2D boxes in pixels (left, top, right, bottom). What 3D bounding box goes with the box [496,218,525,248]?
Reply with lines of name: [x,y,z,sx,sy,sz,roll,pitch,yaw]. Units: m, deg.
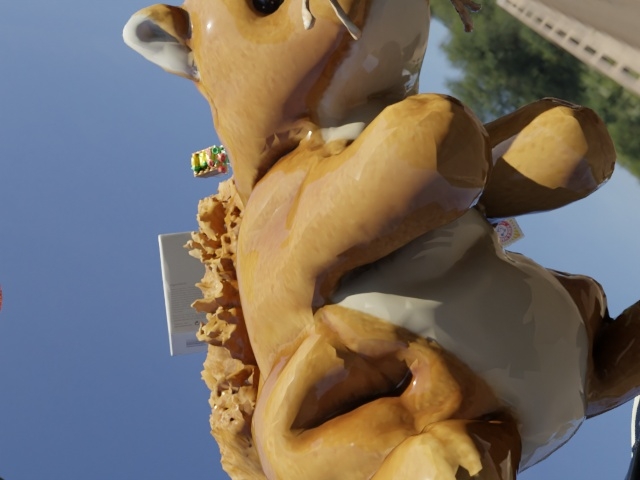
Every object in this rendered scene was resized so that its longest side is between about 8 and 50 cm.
box: [0.246,-0.003,1.694,0.114,0.203,0.103,60,178,2]

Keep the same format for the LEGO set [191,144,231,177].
LEGO set: [-0.075,-0.096,1.257,0.287,0.132,0.107,20,-147,24]

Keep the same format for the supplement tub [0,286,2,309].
supplement tub: [-0.492,-0.011,1.030,0.207,0.207,0.338,13,-157,-50]

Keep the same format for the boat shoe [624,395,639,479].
boat shoe: [0.436,0.275,1.081,0.187,0.500,0.156,26,152,12]

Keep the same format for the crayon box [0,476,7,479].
crayon box: [-0.353,0.348,0.958,0.081,0.202,0.318,30,158,3]

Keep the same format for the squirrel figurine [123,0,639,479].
squirrel figurine: [0.000,0.000,0.644,0.281,0.397,0.370,-23,-101,-35]

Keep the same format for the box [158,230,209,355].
box: [-0.209,0.086,1.540,0.091,0.130,0.170,-6,-111,-10]
